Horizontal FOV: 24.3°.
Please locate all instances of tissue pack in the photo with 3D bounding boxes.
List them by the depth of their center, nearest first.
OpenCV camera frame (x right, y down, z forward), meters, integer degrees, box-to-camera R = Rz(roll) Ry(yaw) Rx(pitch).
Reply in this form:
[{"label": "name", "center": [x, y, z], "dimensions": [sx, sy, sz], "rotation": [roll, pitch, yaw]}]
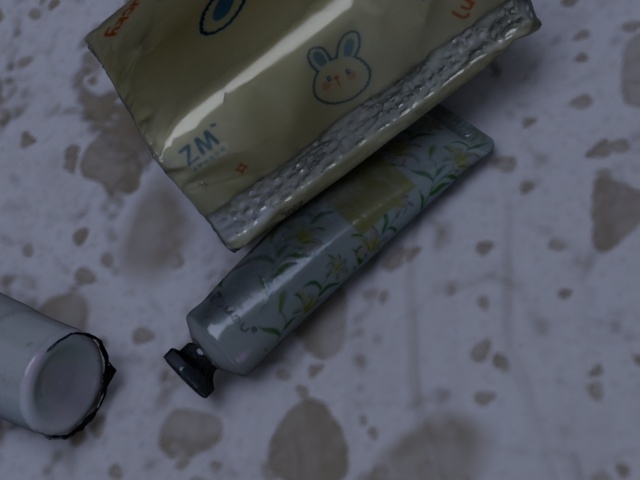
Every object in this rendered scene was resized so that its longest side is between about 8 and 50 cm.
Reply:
[{"label": "tissue pack", "center": [-0.009, -0.109, 0.763], "dimensions": [0.196, 0.092, 0.148], "rotation": [-36, 40, 0]}]

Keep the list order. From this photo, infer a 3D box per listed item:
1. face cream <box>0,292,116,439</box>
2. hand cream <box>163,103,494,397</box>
[{"label": "face cream", "center": [-0.220, 0.046, 0.808], "dimensions": [0.243, 0.058, 0.092], "rotation": [17, 77, 35]}, {"label": "hand cream", "center": [0.000, 0.000, 0.746], "dimensions": [0.194, 0.042, 0.067], "rotation": [-46, 50, -10]}]
